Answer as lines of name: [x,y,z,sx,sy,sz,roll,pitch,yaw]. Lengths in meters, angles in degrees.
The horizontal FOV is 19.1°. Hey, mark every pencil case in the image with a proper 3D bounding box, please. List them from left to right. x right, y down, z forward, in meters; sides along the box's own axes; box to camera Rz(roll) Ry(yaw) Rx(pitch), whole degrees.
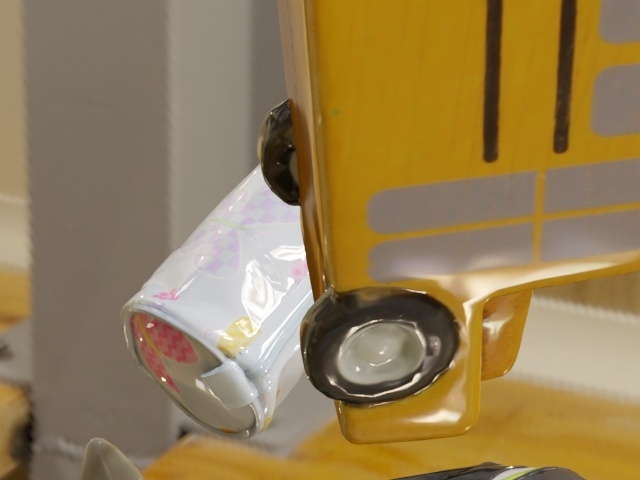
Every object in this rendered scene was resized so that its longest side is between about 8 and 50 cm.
pencil case: [0.000,0.000,1.190,0.124,0.273,0.113,19,-36,41]

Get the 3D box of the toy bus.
toy bus: [0.043,-0.088,0.545,0.130,0.108,0.333,-9,-46,-4]

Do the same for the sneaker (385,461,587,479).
sneaker: [0.011,0.152,0.780,0.097,0.234,0.084,19,-57,65]

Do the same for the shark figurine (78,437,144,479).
shark figurine: [-0.040,0.245,1.269,0.278,0.116,0.166,15,-86,-20]
